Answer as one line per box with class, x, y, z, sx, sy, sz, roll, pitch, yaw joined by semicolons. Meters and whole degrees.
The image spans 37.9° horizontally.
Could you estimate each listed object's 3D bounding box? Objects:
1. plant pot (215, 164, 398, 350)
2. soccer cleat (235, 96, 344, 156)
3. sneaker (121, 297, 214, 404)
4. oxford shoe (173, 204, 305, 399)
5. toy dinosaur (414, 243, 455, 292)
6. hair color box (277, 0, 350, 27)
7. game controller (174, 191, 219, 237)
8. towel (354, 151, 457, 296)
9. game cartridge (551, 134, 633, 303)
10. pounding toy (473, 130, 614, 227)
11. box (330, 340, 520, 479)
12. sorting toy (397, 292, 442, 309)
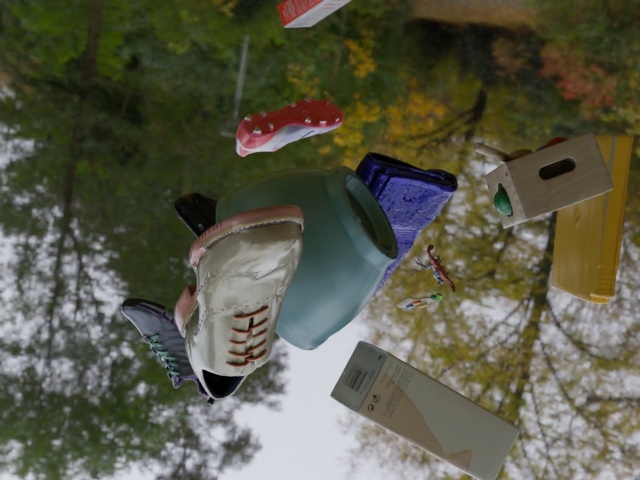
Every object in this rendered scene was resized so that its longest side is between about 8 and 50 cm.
plant pot;0.000;0.000;1.487;0.293;0.196;0.293;50;-160;-26
soccer cleat;-0.066;-0.235;1.944;0.248;0.095;0.083;-17;-116;-31
sneaker;-0.244;0.183;1.544;0.223;0.098;0.083;35;152;-20
oxford shoe;-0.089;0.084;1.160;0.140;0.147;0.397;-9;157;-18
toy dinosaur;0.234;0.047;1.836;0.090;0.047;0.082;30;156;40
hair color box;-0.001;-0.414;1.596;0.072;0.043;0.141;-15;176;-46
game controller;-0.149;0.033;1.773;0.319;0.067;0.166;49;-173;12
towel;0.097;-0.011;1.696;0.227;0.308;0.076;10;-142;-38
game cartridge;0.540;-0.047;1.870;0.052;0.324;0.285;3;-175;-3
pounding toy;0.248;-0.078;1.091;0.141;0.100;0.130;-19;177;-4
box;0.190;0.312;1.692;0.311;0.121;0.148;31;173;-18
sorting toy;0.176;0.106;1.607;0.062;0.012;0.083;1;162;-21
